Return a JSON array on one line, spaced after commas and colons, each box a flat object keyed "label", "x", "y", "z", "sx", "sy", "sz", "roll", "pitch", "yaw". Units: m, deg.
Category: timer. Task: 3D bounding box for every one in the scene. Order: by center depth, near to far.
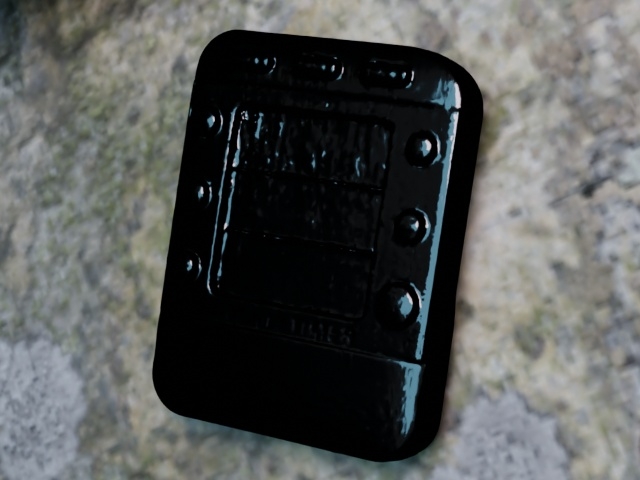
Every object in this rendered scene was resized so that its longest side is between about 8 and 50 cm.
[{"label": "timer", "x": 0.000, "y": 0.000, "z": 0.689, "sx": 0.144, "sy": 0.055, "sz": 0.187, "roll": 10, "pitch": 92, "yaw": 28}]
